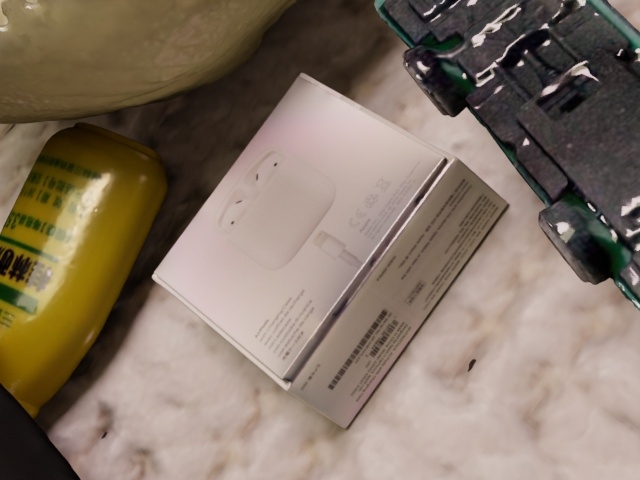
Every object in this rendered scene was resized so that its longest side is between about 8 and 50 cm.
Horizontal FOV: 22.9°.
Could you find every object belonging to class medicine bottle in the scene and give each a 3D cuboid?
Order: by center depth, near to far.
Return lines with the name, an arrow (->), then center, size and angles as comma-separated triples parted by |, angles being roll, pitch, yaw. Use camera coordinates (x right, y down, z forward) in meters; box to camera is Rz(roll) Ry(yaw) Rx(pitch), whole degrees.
medicine bottle -> -0.165, 0.062, 0.858 | 0.095, 0.064, 0.261 | 18, 80, 46

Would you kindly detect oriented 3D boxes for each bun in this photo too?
bun -> -0.105, -0.203, 0.881 | 0.364, 0.202, 0.364 | -18, 52, 24

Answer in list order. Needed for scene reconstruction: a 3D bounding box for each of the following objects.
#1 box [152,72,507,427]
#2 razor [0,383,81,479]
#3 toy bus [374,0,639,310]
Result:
box -> 0.000, 0.000, 0.761 | 0.130, 0.051, 0.129 | -53, 41, -2
razor -> -0.197, 0.151, 0.749 | 0.189, 0.107, 0.327 | -44, 60, 9
toy bus -> 0.117, -0.040, 0.639 | 0.091, 0.109, 0.262 | -42, 45, 10
